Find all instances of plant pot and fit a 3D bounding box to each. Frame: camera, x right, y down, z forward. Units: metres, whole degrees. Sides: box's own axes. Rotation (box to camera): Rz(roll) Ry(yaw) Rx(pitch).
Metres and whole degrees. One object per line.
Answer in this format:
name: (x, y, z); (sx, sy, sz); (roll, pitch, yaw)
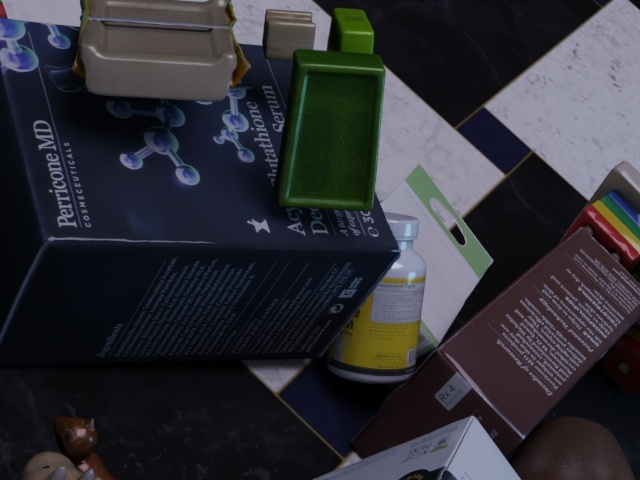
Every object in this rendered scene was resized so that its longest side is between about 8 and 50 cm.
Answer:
plant pot: (0.259, 0.303, 1.452); (0.215, 0.215, 0.230); (32, 36, -7)

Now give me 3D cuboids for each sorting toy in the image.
sorting toy: (0.404, 0.073, 1.768); (0.089, 0.257, 0.255); (-33, 73, -28)

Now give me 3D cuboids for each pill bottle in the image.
pill bottle: (0.065, 0.063, 1.547); (0.103, 0.184, 0.103); (5, 8, -1)

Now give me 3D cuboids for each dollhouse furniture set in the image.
dollhouse furniture set: (-0.099, -0.145, 1.380); (0.301, 0.151, 0.198); (3, 27, -9)

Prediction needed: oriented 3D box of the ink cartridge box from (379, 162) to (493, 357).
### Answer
ink cartridge box: (0.115, 0.022, 1.707); (0.171, 0.056, 0.235); (52, 33, -7)

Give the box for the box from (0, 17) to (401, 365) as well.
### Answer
box: (-0.165, -0.045, 1.450); (0.395, 0.212, 0.294); (1, 52, -31)

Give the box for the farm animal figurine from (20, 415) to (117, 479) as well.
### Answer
farm animal figurine: (-0.254, 0.267, 1.122); (0.330, 0.172, 0.327); (-6, 56, -41)

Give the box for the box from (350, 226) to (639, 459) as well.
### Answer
box: (0.220, 0.146, 1.589); (0.143, 0.191, 0.381); (47, 40, 11)

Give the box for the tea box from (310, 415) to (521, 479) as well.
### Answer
tea box: (0.092, 0.393, 1.156); (0.329, 0.220, 0.323); (54, 36, -11)

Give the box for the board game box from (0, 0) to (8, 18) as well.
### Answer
board game box: (-0.483, -0.238, 1.561); (0.281, 0.027, 0.145); (1, 52, -36)
